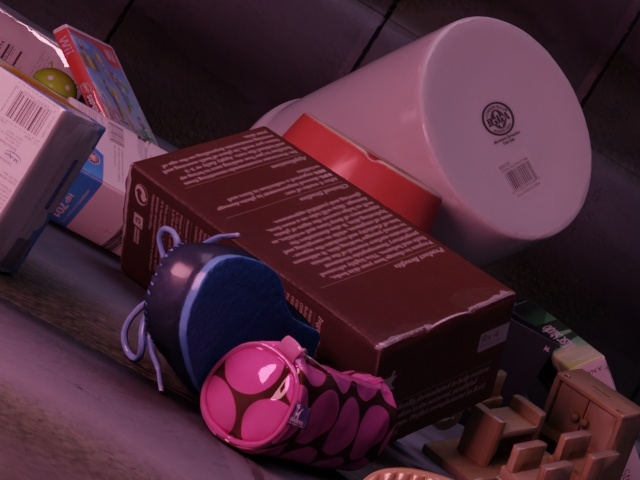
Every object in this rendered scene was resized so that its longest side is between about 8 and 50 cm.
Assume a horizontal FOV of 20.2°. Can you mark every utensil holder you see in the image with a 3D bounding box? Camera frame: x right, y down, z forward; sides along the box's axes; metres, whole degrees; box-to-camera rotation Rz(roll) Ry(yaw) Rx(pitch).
[{"bbox_3d":[0.121,-0.095,2.408,0.327,0.327,0.385,30,-33,-27],"label":"utensil holder"}]

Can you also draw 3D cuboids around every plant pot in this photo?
[{"bbox_3d":[0.000,0.000,2.126,0.275,0.243,0.275,32,5,-3],"label":"plant pot"}]

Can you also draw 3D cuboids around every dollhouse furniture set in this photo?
[{"bbox_3d":[0.207,0.238,1.881,0.242,0.161,0.212,-4,29,-43],"label":"dollhouse furniture set"}]

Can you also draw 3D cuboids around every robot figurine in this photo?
[{"bbox_3d":[-0.372,-0.181,2.416,0.101,0.115,0.067,31,4,-18],"label":"robot figurine"}]

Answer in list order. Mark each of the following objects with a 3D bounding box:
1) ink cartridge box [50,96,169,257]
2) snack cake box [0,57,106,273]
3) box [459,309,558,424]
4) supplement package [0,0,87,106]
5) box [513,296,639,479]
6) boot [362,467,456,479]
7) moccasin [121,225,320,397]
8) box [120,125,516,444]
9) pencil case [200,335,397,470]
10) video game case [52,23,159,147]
[{"bbox_3d":[-0.219,-0.055,1.996,0.191,0.082,0.139,31,27,-26],"label":"ink cartridge box"},{"bbox_3d":[-0.335,-0.105,1.524,0.264,0.152,0.089,34,4,18],"label":"snack cake box"},{"bbox_3d":[0.209,0.157,2.401,0.093,0.156,0.158,29,5,-30],"label":"box"},{"bbox_3d":[-0.450,-0.256,2.603,0.244,0.134,0.139,32,4,-1],"label":"supplement package"},{"bbox_3d":[0.347,0.225,2.468,0.322,0.058,0.232,-138,-154,-73],"label":"box"},{"bbox_3d":[0.132,0.257,1.359,0.248,0.090,0.207,31,-8,5],"label":"boot"},{"bbox_3d":[-0.099,0.074,1.511,0.117,0.137,0.342,29,-11,17],"label":"moccasin"},{"bbox_3d":[-0.011,0.039,1.806,0.191,0.143,0.381,-18,39,-38],"label":"box"},{"bbox_3d":[-0.008,0.135,1.466,0.095,0.098,0.209,34,4,25],"label":"pencil case"},{"bbox_3d":[-0.266,-0.151,2.462,0.285,0.025,0.204,64,9,7],"label":"video game case"}]
